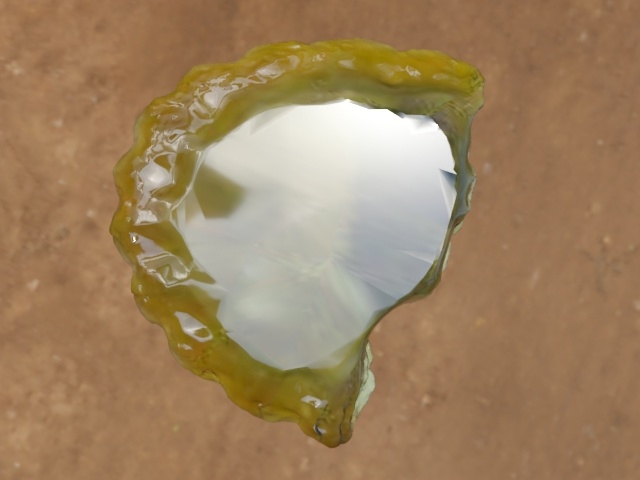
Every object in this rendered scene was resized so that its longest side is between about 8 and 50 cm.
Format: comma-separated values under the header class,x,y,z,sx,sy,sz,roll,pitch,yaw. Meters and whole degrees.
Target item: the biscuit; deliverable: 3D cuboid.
class,x,y,z,sx,sy,sz,roll,pitch,yaw
biscuit,0.000,0.000,1.101,0.078,0.329,0.335,-65,140,-89
